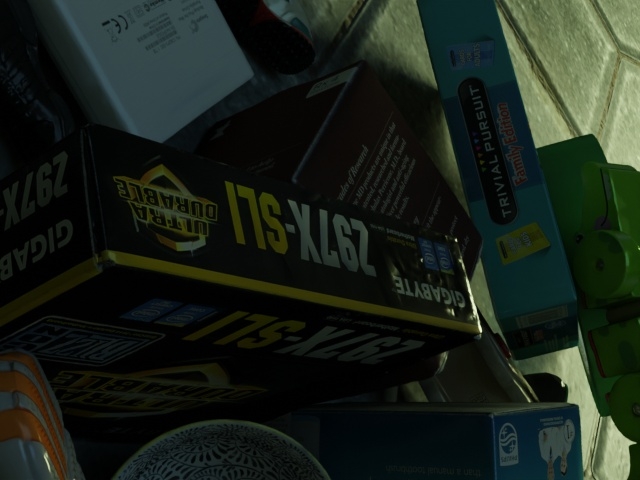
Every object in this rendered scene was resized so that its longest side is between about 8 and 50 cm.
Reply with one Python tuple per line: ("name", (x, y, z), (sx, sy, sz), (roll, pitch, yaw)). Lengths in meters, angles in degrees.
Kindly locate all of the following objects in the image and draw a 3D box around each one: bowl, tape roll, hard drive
("bowl", (-0.072, 0.198, 0.748), (0.080, 0.170, 0.170), (-158, -136, -80))
("tape roll", (0.319, 0.040, 1.256), (0.321, 0.077, 0.321), (-15, 90, -81))
("hard drive", (-0.176, -0.231, 0.848), (0.308, 0.040, 0.203), (61, 31, -13))

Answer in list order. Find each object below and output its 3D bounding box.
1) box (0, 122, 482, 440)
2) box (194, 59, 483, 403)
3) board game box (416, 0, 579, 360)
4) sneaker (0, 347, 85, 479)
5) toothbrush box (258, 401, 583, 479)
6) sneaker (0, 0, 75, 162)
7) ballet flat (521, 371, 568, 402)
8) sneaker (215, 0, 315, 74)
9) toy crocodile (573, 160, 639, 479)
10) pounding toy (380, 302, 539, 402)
("box", (-0.094, 0.051, 0.654), (0.322, 0.257, 0.079), (15, 54, -50))
("box", (0.000, 0.000, 0.881), (0.203, 0.168, 0.167), (52, 41, -24))
("board game box", (0.189, -0.062, 1.134), (0.254, 0.079, 0.336), (49, 28, -70))
("sneaker", (-0.203, 0.192, 0.578), (0.125, 0.180, 0.321), (-116, -166, -51))
("toothbrush box", (0.071, 0.266, 0.775), (0.126, 0.216, 0.296), (4, 83, -49))
("sneaker", (-0.230, -0.119, 0.734), (0.089, 0.051, 0.170), (-7, 75, -56))
("ballet flat", (0.225, 0.237, 1.169), (0.074, 0.074, 0.203), (32, 57, -41))
("sneaker", (-0.063, -0.230, 1.010), (0.161, 0.057, 0.075), (45, 26, -30))
("toy crocodile", (0.303, 0.089, 1.039), (0.115, 0.105, 0.341), (-3, 78, -37))
("pounding toy", (0.105, 0.130, 1.050), (0.269, 0.155, 0.154), (51, 11, -40))
